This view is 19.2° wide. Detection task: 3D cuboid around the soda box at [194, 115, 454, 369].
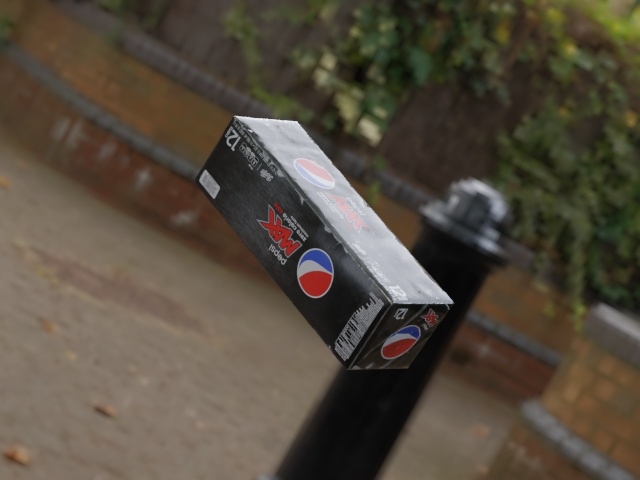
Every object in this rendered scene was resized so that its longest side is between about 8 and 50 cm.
[{"bbox_3d":[0.000,0.000,1.102,0.060,0.053,0.169,2,40,-48],"label":"soda box"}]
